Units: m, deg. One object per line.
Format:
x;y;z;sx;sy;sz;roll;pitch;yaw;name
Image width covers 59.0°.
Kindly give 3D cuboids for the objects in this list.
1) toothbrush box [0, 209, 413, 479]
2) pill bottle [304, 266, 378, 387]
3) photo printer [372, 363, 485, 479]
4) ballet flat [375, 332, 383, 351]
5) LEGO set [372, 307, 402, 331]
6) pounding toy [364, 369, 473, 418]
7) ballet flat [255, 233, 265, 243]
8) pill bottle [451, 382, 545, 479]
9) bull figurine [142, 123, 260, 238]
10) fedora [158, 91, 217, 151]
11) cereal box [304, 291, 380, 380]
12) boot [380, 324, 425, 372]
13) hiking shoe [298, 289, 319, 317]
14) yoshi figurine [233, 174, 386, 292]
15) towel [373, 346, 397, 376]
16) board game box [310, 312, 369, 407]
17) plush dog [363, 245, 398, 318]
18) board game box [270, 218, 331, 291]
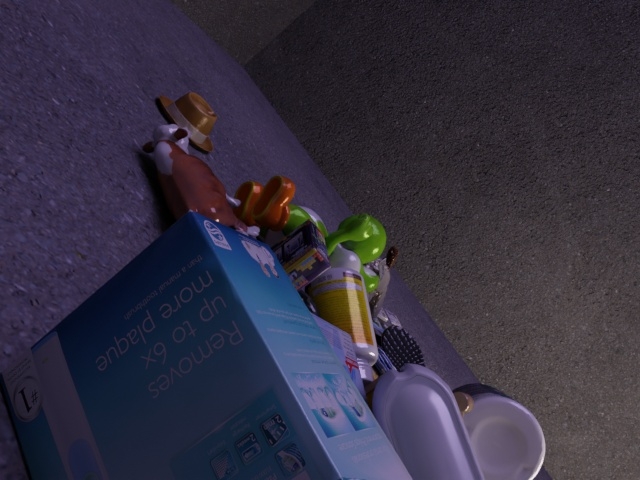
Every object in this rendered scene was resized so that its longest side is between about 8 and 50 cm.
-0.077;0.165;0.418;0.295;0.216;0.126;57;12;23;toothbrush box
0.039;0.165;1.035;0.117;0.117;0.215;39;34;-49;pill bottle
0.151;0.317;0.742;0.256;0.107;0.307;74;-1;-70;photo printer
0.142;0.257;1.496;0.173;0.049;0.057;40;17;-47;ballet flat
0.191;0.274;1.726;0.182;0.060;0.244;32;17;-27;LEGO set
0.151;0.306;0.931;0.094;0.206;0.181;37;17;-52;pounding toy
-0.109;0.018;1.242;0.213;0.072;0.068;49;38;-9;ballet flat
0.395;0.459;1.379;0.204;0.204;0.361;53;0;9;pill bottle
-0.212;-0.081;0.995;0.188;0.101;0.310;44;12;-43;bull figurine
-0.312;-0.308;1.405;0.194;0.079;0.194;50;10;-12;fedora
0.029;0.212;1.170;0.240;0.047;0.173;54;10;12;cereal box
0.193;0.313;1.366;0.246;0.083;0.161;56;-23;-8;boot
-0.053;0.141;0.957;0.114;0.086;0.227;40;14;-47;hiking shoe
0.006;-0.024;1.183;0.362;0.203;0.203;34;27;-34;yoshi figurine
0.192;0.358;1.266;0.285;0.034;0.209;54;-6;12;towel
-0.024;0.223;0.660;0.319;0.066;0.318;38;31;-51;board game box
0.065;0.073;1.493;0.225;0.210;0.262;25;-2;22;plush dog
-0.067;0.051;0.975;0.048;0.170;0.141;49;11;-21;board game box
